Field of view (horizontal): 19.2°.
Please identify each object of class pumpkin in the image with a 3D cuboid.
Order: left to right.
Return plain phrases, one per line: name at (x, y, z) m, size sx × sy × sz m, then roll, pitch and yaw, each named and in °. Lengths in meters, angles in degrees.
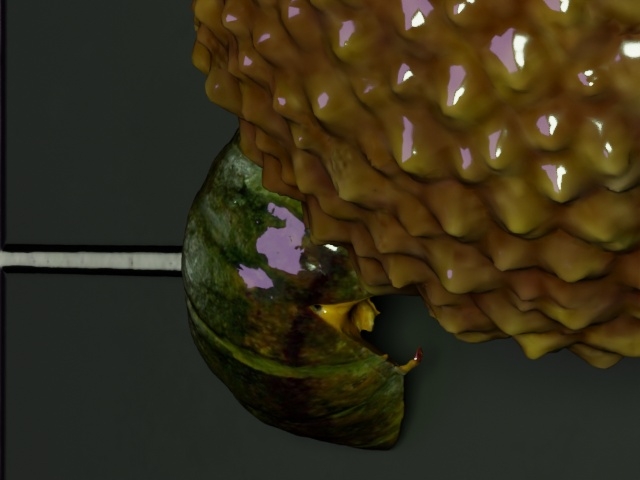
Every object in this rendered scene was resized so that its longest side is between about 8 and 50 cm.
pumpkin at (0.000, 0.000, 0.777) m, size 0.119 × 0.108 × 0.183 m, roll 41°, pitch 118°, yaw 47°

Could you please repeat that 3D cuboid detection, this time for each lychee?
lychee at (0.088, -0.094, 0.575) m, size 0.267 × 0.267 × 0.267 m, roll 0°, pitch 90°, yaw 49°
